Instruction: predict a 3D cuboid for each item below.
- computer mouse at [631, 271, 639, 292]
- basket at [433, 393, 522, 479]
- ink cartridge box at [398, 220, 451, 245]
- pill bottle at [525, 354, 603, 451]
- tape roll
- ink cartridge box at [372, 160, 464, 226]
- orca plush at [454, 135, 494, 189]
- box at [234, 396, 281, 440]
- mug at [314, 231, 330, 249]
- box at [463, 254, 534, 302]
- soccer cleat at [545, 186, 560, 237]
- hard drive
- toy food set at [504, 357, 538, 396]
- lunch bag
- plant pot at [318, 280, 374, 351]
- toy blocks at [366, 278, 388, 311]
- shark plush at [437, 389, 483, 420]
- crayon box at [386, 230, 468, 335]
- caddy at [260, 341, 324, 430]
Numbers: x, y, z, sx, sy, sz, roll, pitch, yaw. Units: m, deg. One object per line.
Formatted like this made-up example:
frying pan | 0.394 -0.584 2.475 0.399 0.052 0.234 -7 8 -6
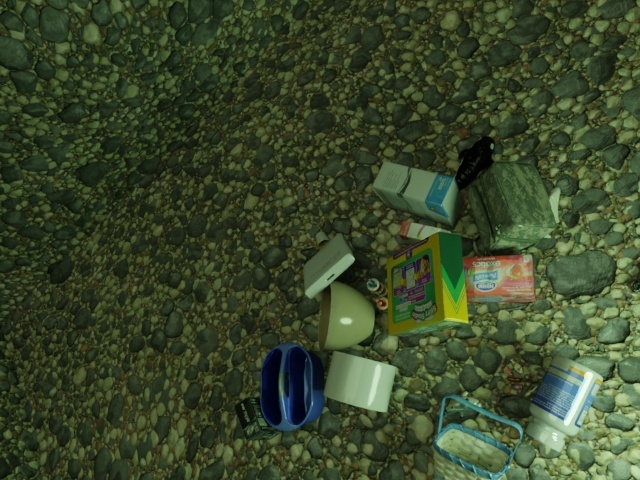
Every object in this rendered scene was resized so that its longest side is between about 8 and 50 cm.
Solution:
computer mouse | 1.122 0.155 1.551 0.193 0.042 0.106 27 81 38
basket | 0.491 0.669 1.573 0.255 0.201 0.288 21 113 31
ink cartridge box | 0.426 -0.011 1.933 0.198 0.115 0.067 14 78 32
pill bottle | 0.763 0.517 1.536 0.152 0.152 0.271 27 85 33
tape roll | 0.147 0.523 1.803 0.246 0.246 0.169 7 76 30
ink cartridge box | 0.396 -0.189 1.952 0.308 0.223 0.128 21 81 32
orca plush | 0.597 -0.320 1.968 0.287 0.102 0.151 -40 58 9
box | -0.249 0.727 1.971 0.078 0.180 0.147 -36 60 11
mug | 0.001 -0.003 2.189 0.078 0.062 0.064 -29 52 8
box | 0.614 0.144 1.756 0.300 0.154 0.142 -4 71 25
soccer cleat | 0.849 -0.101 1.779 0.076 0.068 0.196 24 91 27
hard drive | 0.027 0.096 2.004 0.233 0.353 0.047 -42 102 7
toy food set | 0.683 0.476 1.671 0.078 0.019 0.122 -45 57 6
lunch bag | 0.675 -0.103 1.777 0.213 0.256 0.304 -1 63 -19
plant pot | 0.107 0.306 1.920 0.191 0.284 0.283 8 72 -8
toy blocks | 0.232 0.216 1.930 0.054 0.148 0.123 -25 61 18
shark plush | 0.487 0.602 1.709 0.161 0.073 0.067 -35 89 7
crayon box | 0.378 0.174 1.777 0.363 0.106 0.312 141 133 -61
caddy | -0.121 0.589 1.958 0.242 0.179 0.341 -11 66 23
